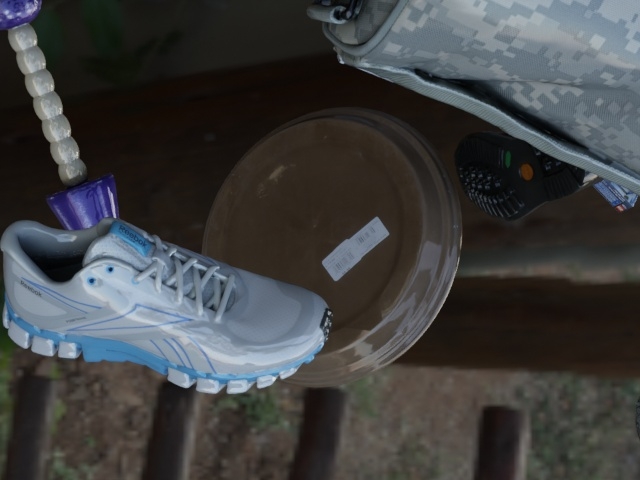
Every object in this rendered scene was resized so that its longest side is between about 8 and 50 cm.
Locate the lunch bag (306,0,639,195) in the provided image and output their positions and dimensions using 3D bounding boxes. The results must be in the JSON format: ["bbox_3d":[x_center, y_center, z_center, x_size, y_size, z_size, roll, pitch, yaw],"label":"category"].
[{"bbox_3d":[0.174,-0.160,0.822,0.305,0.212,0.256,24,91,-17],"label":"lunch bag"}]

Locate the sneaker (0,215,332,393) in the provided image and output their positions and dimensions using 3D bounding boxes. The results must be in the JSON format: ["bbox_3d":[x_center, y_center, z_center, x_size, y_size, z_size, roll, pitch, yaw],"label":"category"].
[{"bbox_3d":[-0.089,0.027,0.818,0.083,0.190,0.071,85,14,-44],"label":"sneaker"}]

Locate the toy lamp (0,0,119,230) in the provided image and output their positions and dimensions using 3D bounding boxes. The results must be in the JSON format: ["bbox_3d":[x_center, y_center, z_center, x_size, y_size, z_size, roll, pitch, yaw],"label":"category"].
[{"bbox_3d":[-0.282,-0.127,1.620,0.080,0.080,0.275,-28,104,-48],"label":"toy lamp"}]

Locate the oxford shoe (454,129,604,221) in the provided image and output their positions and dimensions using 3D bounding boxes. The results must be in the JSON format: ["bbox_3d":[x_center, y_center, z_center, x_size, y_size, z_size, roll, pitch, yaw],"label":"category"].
[{"bbox_3d":[0.197,-0.068,1.321,0.096,0.227,0.083,-20,98,-26],"label":"oxford shoe"}]

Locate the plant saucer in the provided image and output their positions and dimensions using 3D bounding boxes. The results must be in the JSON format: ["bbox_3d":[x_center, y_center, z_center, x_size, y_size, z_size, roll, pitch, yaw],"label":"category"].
[{"bbox_3d":[0.000,0.000,1.446,0.041,0.278,0.278,30,62,-59],"label":"plant saucer"}]

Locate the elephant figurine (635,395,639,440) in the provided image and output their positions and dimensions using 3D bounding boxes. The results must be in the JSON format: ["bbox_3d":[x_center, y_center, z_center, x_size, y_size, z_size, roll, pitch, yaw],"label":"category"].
[{"bbox_3d":[0.307,0.172,1.138,0.186,0.239,0.169,117,-49,-84],"label":"elephant figurine"}]

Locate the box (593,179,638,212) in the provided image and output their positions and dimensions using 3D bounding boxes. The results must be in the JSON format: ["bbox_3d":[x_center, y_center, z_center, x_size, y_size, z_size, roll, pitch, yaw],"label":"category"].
[{"bbox_3d":[0.385,-0.113,1.966,0.094,0.027,0.137,45,50,-12],"label":"box"}]
